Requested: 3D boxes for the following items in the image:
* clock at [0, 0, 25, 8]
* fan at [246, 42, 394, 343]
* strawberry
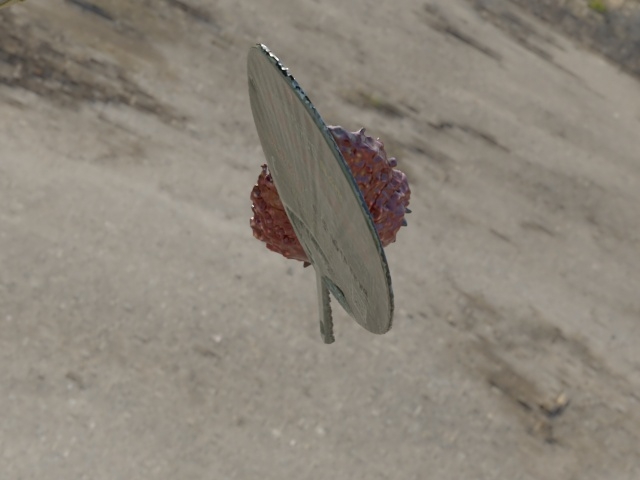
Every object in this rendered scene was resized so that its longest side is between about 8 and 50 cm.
[{"bbox_3d":[-0.381,-0.311,1.517,0.057,0.237,0.237,64,25,0],"label":"clock"},{"bbox_3d":[0.010,0.004,0.930,0.012,0.294,0.223,-24,31,-13],"label":"fan"},{"bbox_3d":[0.001,-0.025,1.204,0.208,0.167,0.087,37,39,-66],"label":"strawberry"}]
